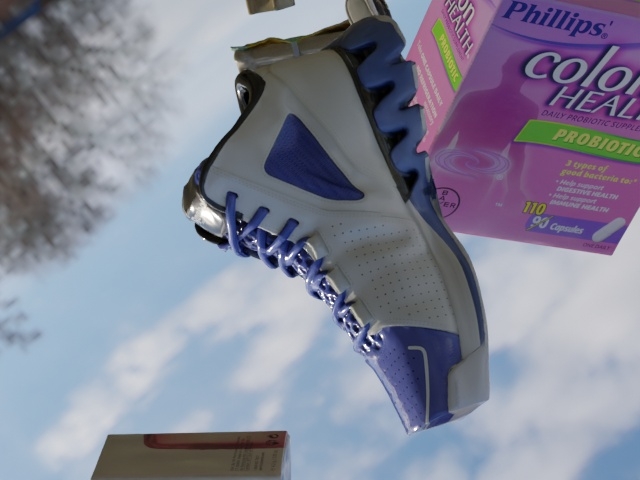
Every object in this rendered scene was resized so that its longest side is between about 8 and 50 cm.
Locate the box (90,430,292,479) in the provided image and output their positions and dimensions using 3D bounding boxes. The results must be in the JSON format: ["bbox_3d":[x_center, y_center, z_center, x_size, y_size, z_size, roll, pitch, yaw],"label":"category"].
[{"bbox_3d":[-0.152,0.323,2.034,0.232,0.149,0.127,-1,-160,4],"label":"box"}]

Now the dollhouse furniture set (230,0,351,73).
[{"bbox_3d":[0.009,-0.254,2.033,0.197,0.302,0.151,-6,-167,26],"label":"dollhouse furniture set"}]

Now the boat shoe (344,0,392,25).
[{"bbox_3d":[0.064,-0.206,1.740,0.038,0.125,0.046,-1,149,-43],"label":"boat shoe"}]

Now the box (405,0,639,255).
[{"bbox_3d":[0.188,-0.124,1.401,0.117,0.213,0.243,-105,-149,-47],"label":"box"}]

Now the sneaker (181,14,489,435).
[{"bbox_3d":[0.000,-0.001,1.212,0.182,0.316,0.127,-12,163,-10],"label":"sneaker"}]
